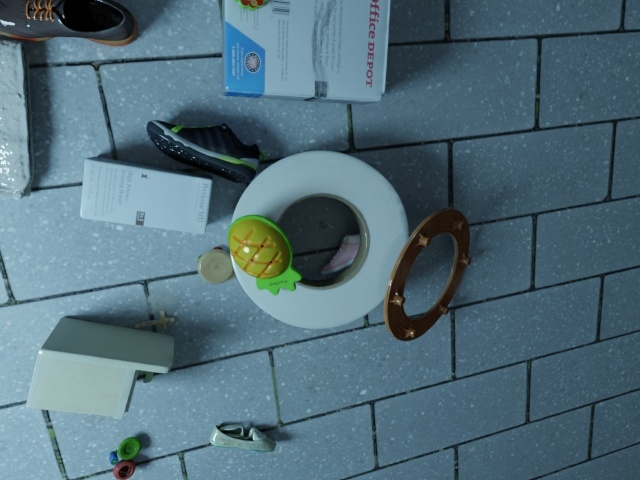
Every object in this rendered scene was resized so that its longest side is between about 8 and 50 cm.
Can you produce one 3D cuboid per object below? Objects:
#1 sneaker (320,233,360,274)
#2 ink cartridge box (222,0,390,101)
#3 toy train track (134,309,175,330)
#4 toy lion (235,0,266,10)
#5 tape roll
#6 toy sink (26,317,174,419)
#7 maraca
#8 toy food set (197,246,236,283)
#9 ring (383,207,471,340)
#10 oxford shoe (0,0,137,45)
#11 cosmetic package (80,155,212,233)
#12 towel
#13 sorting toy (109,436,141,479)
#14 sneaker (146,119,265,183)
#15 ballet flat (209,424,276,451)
[{"bbox_3d":[0.053,0.027,1.044,0.134,0.051,0.070,-25,92,1],"label":"sneaker"},{"bbox_3d":[-0.034,-0.391,0.868,0.308,0.129,0.223,-1,102,-15],"label":"ink cartridge box"},{"bbox_3d":[-0.364,0.182,0.976,0.083,0.014,0.048,-9,105,-14],"label":"toy train track"},{"bbox_3d":[-0.128,-0.447,0.748,0.096,0.034,0.100,8,100,-23],"label":"toy lion"},{"bbox_3d":[0.000,0.000,0.970,0.392,0.072,0.391,-1,97,-6],"label":"tape roll"},{"bbox_3d":[-0.434,0.263,0.903,0.234,0.153,0.131,14,99,-20],"label":"toy sink"},{"bbox_3d":[-0.110,0.031,0.877,0.127,0.099,0.185,-15,116,25],"label":"maraca"},{"bbox_3d":[-0.229,0.056,0.981,0.083,0.020,0.082,-19,108,-11],"label":"toy food set"},{"bbox_3d":[0.266,0.088,1.042,0.337,0.032,0.336,-24,125,-39],"label":"ring"},{"bbox_3d":[-0.464,-0.396,0.758,0.272,0.098,0.096,-3,104,-16],"label":"oxford shoe"},{"bbox_3d":[-0.337,-0.089,0.880,0.231,0.085,0.117,7,102,-16],"label":"cosmetic package"},{"bbox_3d":[-0.620,-0.215,0.785,0.187,0.049,0.282,0,103,-17],"label":"towel"},{"bbox_3d":[-0.452,0.495,1.019,0.061,0.042,0.101,13,88,-34],"label":"sorting toy"},{"bbox_3d":[-0.228,-0.198,0.902,0.235,0.084,0.097,23,72,-21],"label":"sneaker"},{"bbox_3d":[-0.183,0.481,1.083,0.168,0.057,0.052,13,90,-19],"label":"ballet flat"}]
